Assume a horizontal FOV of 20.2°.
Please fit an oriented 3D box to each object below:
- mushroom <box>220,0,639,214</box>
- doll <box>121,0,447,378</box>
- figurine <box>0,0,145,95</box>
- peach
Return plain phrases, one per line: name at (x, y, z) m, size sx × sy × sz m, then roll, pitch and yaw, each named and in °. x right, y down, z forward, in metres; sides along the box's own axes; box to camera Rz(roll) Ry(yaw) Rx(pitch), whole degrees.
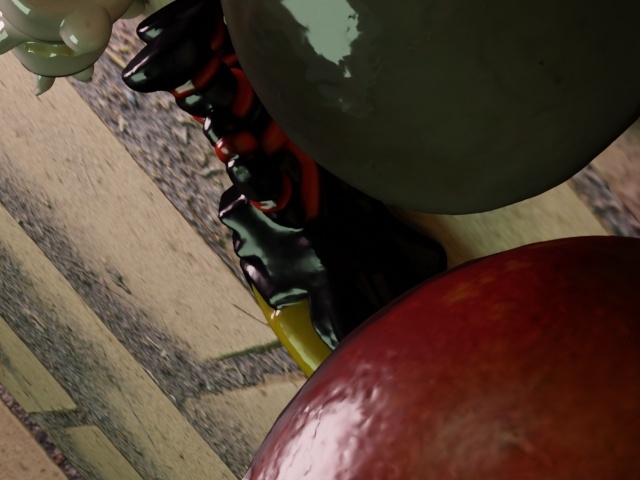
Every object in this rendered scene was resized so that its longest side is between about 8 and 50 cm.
mushroom at (0.025, -0.082, 0.553) m, size 0.141 × 0.117 × 0.188 m, roll 13°, pitch 138°, yaw 45°
doll at (-0.002, 0.001, 0.828) m, size 0.088 × 0.127 × 0.249 m, roll -22°, pitch 115°, yaw 37°
figurine at (-0.128, -0.131, 0.907) m, size 0.146 × 0.081 × 0.098 m, roll 156°, pitch 117°, yaw -78°
peach at (0.076, 0.145, 0.595) m, size 0.248 × 0.274 × 0.245 m, roll 45°, pitch 180°, yaw -9°
